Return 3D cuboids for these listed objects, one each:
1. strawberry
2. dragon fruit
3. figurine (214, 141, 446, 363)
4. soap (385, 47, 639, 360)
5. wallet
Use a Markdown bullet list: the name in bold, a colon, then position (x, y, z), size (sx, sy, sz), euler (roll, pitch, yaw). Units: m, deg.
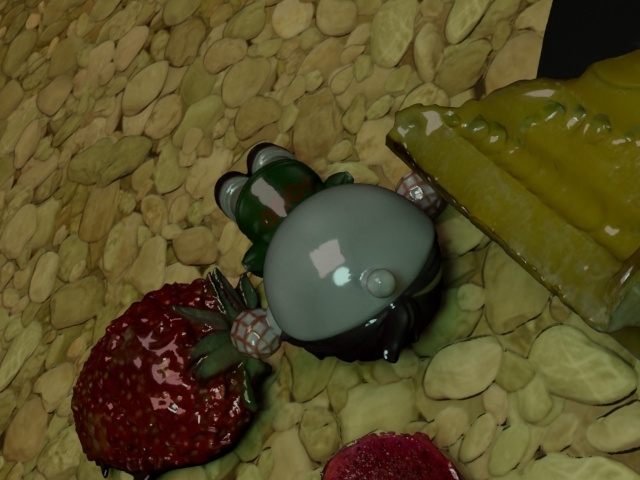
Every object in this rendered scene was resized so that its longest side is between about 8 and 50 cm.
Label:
- **strawberry**: position (-0.208, 0.167, 1.191), size (0.306, 0.138, 0.233), euler (-30, 49, 22)
- **dragon fruit**: position (0.058, 0.261, 0.935), size (0.111, 0.153, 0.153), euler (113, 163, -59)
- **figurine**: position (0.000, 0.000, 1.097), size (0.281, 0.167, 0.370), euler (-40, 38, -5)
- **soap**: position (0.262, -0.106, 0.929), size (0.304, 0.169, 0.339), euler (-49, 45, 6)
- **wallet**: position (0.295, -0.247, 1.090), size (0.124, 0.025, 0.244), euler (-3, 63, 40)
